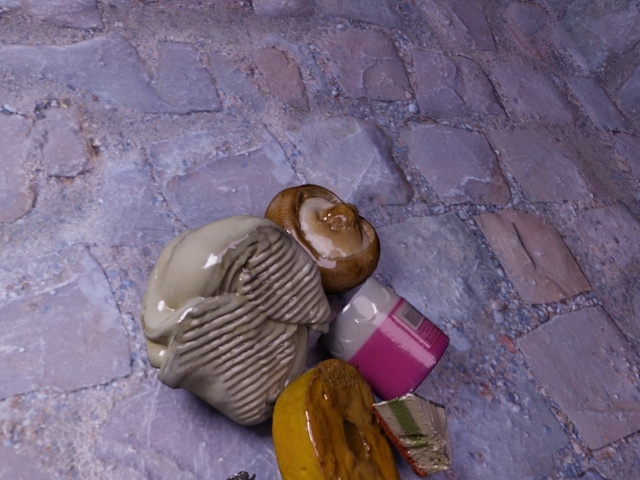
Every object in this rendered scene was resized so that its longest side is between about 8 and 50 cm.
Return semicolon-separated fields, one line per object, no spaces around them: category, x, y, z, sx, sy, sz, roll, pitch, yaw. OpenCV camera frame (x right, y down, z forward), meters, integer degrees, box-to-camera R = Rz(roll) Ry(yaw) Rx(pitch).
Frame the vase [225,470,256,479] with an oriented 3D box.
vase;-0.093;0.438;1.101;0.120;0.120;0.183;-6;44;-32

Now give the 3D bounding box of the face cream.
face cream;0.117;0.189;1.359;0.195;0.175;0.175;40;46;6

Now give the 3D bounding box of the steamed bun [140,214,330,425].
steamed bun;-0.157;0.114;1.215;0.324;0.219;0.309;42;74;-44

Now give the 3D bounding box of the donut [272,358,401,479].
donut;0.025;0.339;1.183;0.277;0.108;0.277;41;34;-37

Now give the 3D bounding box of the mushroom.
mushroom;0.000;0.000;1.458;0.253;0.153;0.253;17;47;-18

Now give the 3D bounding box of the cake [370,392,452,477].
cake;0.167;0.311;1.282;0.220;0.086;0.116;58;21;-30
